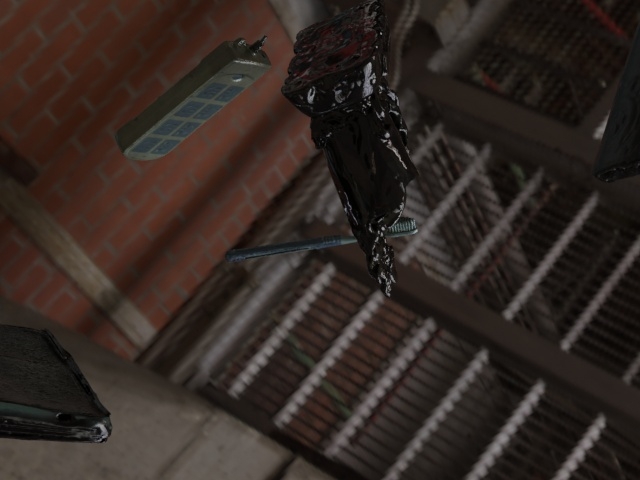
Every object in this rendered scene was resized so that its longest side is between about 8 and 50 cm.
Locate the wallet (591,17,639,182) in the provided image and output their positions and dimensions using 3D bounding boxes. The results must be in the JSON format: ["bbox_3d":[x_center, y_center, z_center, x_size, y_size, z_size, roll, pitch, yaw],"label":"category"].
[{"bbox_3d":[0.394,-0.219,1.495,0.170,0.044,0.321,-12,-125,64],"label":"wallet"}]

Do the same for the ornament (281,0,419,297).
[{"bbox_3d":[0.055,-0.091,1.391,0.106,0.260,0.251,-16,-155,14],"label":"ornament"}]

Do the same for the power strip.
[{"bbox_3d":[-0.138,-0.157,1.507,0.227,0.080,0.029,-36,-110,26],"label":"power strip"}]

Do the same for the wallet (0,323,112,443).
[{"bbox_3d":[-0.332,0.142,1.427,0.318,0.172,0.045,29,-73,62],"label":"wallet"}]

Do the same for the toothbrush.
[{"bbox_3d":[0.000,0.000,1.518,0.220,0.019,0.016,-9,-154,9],"label":"toothbrush"}]
